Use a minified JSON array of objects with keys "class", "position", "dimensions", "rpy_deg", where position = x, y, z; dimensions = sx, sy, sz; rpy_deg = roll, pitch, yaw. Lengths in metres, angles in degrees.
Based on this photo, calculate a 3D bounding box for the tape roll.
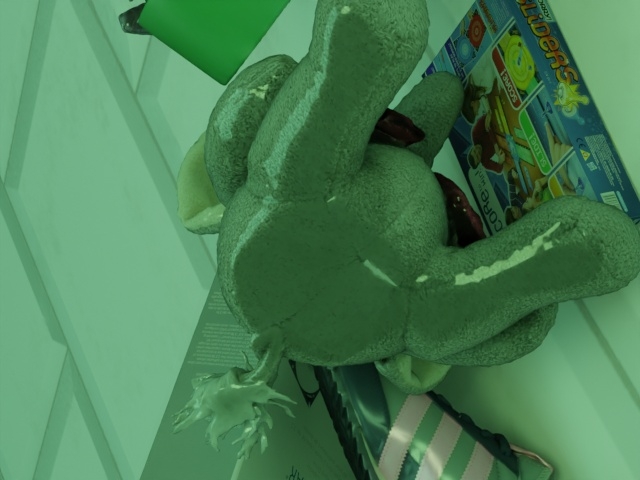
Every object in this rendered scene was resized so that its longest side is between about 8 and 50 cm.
[{"class":"tape roll","position":[0.000,-0.254,1.131],"dimensions":[0.077,0.321,0.321],"rpy_deg":[36,150,-6]}]

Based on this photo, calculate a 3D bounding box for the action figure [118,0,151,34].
[{"class":"action figure","position":[-0.093,-0.288,1.518],"dimensions":[0.285,0.099,0.185],"rpy_deg":[-37,58,57]}]

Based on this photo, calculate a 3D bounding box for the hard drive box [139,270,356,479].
[{"class":"hard drive box","position":[-0.041,0.153,1.365],"dimensions":[0.089,0.181,0.232],"rpy_deg":[2,59,29]}]

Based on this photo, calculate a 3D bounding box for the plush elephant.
[{"class":"plush elephant","position":[0.031,-0.020,1.165],"dimensions":[0.330,0.272,0.255],"rpy_deg":[-48,11,21]}]

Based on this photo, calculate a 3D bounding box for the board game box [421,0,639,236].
[{"class":"board game box","position":[0.146,-0.071,1.193],"dimensions":[0.136,0.035,0.201],"rpy_deg":[-53,53,56]}]

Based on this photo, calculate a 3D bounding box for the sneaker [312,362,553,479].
[{"class":"sneaker","position":[0.096,0.168,1.262],"dimensions":[0.319,0.131,0.112],"rpy_deg":[62,171,16]}]
